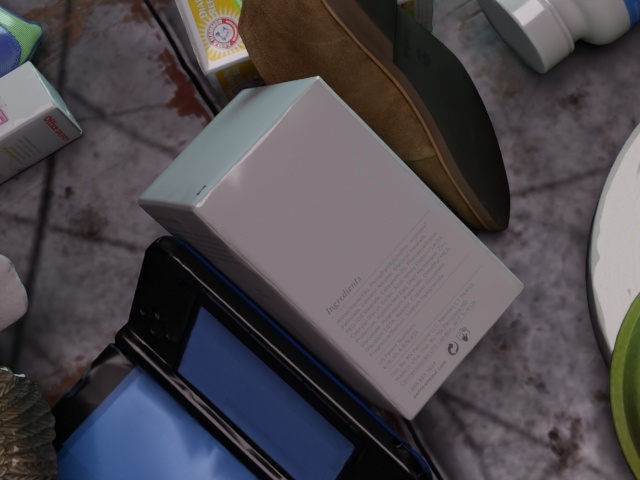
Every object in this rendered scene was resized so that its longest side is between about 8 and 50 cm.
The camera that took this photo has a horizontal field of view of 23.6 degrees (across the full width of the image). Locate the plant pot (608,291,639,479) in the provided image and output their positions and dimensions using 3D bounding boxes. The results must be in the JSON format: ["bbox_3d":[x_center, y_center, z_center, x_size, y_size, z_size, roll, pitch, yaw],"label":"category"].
[{"bbox_3d":[0.353,0.096,1.076,0.276,0.254,0.276,-1,80,6],"label":"plant pot"}]

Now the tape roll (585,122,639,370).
[{"bbox_3d":[0.414,0.025,1.248,0.392,0.072,0.391,-1,79,5],"label":"tape roll"}]

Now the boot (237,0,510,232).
[{"bbox_3d":[0.051,-0.113,1.249,0.115,0.112,0.305,-25,122,27],"label":"boot"}]

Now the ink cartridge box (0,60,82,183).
[{"bbox_3d":[-0.279,-0.093,1.327,0.122,0.088,0.052,-30,76,-1],"label":"ink cartridge box"}]

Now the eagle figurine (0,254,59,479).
[{"bbox_3d":[-0.328,0.163,1.230,0.226,0.225,0.298,-11,60,5],"label":"eagle figurine"}]

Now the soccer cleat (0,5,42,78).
[{"bbox_3d":[-0.379,-0.219,1.375,0.289,0.093,0.121,32,54,14],"label":"soccer cleat"}]

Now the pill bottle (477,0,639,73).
[{"bbox_3d":[0.245,-0.243,1.286,0.221,0.124,0.124,-40,79,-2],"label":"pill bottle"}]

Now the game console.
[{"bbox_3d":[-0.092,0.187,1.224,0.293,0.250,0.173,41,59,11],"label":"game console"}]

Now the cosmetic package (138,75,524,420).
[{"bbox_3d":[0.000,0.000,1.175,0.225,0.224,0.138,43,81,-15],"label":"cosmetic package"}]

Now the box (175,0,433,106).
[{"bbox_3d":[-0.015,-0.207,1.308,0.203,0.114,0.103,-20,79,0],"label":"box"}]
